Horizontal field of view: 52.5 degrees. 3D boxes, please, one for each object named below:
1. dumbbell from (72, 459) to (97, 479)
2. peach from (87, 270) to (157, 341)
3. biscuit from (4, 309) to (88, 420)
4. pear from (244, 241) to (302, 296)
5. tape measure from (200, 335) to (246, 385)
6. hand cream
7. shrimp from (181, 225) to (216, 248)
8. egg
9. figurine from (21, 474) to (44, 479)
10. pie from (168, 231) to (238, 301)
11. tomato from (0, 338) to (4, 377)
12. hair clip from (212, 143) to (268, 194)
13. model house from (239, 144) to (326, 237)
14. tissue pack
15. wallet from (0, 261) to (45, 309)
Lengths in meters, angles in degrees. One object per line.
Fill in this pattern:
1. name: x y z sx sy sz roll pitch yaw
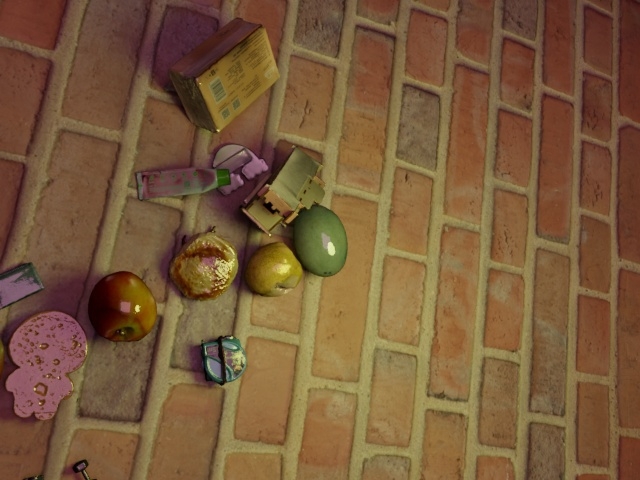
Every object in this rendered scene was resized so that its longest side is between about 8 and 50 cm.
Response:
1. dumbbell: -0.623 0.624 1.722 0.036 0.040 0.083 -27 91 4
2. peach: -0.543 0.175 1.777 0.197 0.197 0.197 5 77 -23
3. biscuit: -0.733 0.330 1.730 0.202 0.044 0.289 9 77 -22
4. pear: -0.145 0.094 1.980 0.178 0.178 0.178 5 77 -23
5. tape measure: -0.282 0.352 1.906 0.125 0.081 0.146 -5 82 -22
6. hand cream: -0.409 -0.174 1.944 0.275 0.050 0.079 -7 56 -3
7. shrimp: -0.367 -0.002 1.972 0.091 0.025 0.127 38 70 -11
8. egg: 0.000 0.000 2.056 0.169 0.169 0.236 -11 85 -26
9. figurine: -0.724 0.679 1.651 0.086 0.087 0.149 -19 72 10
10. pie: -0.341 0.079 1.924 0.205 0.084 0.179 -47 107 -11
11. tomato: -0.923 0.308 1.539 0.303 0.239 0.303 3 82 -24
12. hair clip: -0.280 -0.232 2.047 0.220 0.054 0.140 -38 91 -28
13. model house: -0.130 -0.117 1.992 0.169 0.244 0.326 43 33 -13
14. tissue pack: -0.319 -0.526 2.025 0.238 0.238 0.305 47 65 -9
15. wallet: -0.821 0.121 1.742 0.129 0.026 0.088 -28 88 -25
